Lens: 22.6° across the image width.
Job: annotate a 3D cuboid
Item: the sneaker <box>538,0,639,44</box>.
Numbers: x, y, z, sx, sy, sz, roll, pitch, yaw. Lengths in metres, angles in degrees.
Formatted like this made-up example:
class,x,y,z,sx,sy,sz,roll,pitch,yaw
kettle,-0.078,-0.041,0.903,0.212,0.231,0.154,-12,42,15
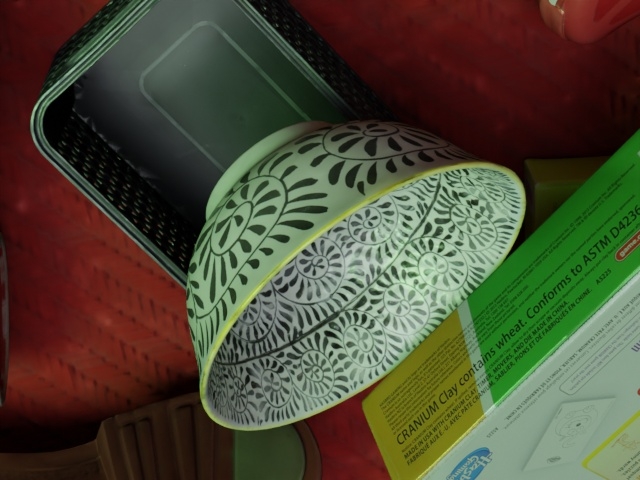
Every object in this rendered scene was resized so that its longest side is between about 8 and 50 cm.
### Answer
class,x,y,z,sx,sy,sz,roll,pitch,yaw
sneaker,0.213,-0.144,0.732,0.221,0.087,0.128,-44,67,16

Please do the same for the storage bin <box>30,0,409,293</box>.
class,x,y,z,sx,sy,sz,roll,pitch,yaw
storage bin,-0.040,-0.048,0.793,0.122,0.084,0.180,-41,109,14

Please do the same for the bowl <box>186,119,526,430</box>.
class,x,y,z,sx,sy,sz,roll,pitch,yaw
bowl,0.000,0.000,0.710,0.170,0.170,0.080,-45,64,15

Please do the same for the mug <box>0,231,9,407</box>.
class,x,y,z,sx,sy,sz,roll,pitch,yaw
mug,-0.248,0.047,0.828,0.169,0.150,0.113,-1,70,-6

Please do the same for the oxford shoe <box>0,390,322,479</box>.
class,x,y,z,sx,sy,sz,roll,pitch,yaw
oxford shoe,-0.167,0.180,0.852,0.348,0.123,0.130,-9,144,-4

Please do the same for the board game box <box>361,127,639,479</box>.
class,x,y,z,sx,sy,sz,roll,pitch,yaw
board game box,0.213,0.079,0.804,0.316,0.064,0.242,31,112,-37

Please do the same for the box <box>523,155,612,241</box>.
class,x,y,z,sx,sy,sz,roll,pitch,yaw
box,0.198,0.007,0.848,0.178,0.042,0.109,-3,115,0
